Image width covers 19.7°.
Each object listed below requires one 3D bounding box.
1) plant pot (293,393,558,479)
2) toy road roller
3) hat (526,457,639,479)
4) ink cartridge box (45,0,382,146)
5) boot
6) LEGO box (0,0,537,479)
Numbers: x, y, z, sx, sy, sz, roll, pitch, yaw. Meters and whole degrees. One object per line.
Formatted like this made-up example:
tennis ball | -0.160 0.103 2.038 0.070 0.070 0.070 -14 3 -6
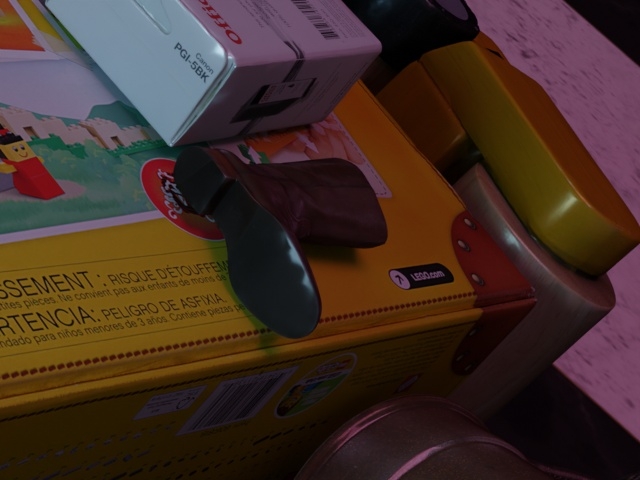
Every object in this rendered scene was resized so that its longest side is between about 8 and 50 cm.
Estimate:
plant pot | 0.084 0.173 0.849 0.167 0.167 0.165 10 6 -43
toy road roller | 0.087 -0.019 1.185 0.240 0.202 0.329 25 28 -46
hat | 0.186 0.201 1.048 0.331 0.134 0.331 28 30 -18
ink cartridge box | -0.049 -0.102 0.872 0.099 0.056 0.135 49 29 16
boot | 0.000 0.000 0.815 0.114 0.037 0.106 6 45 -53
LEGO box | -0.185 -0.026 0.866 0.500 0.193 0.372 -6 52 -54
